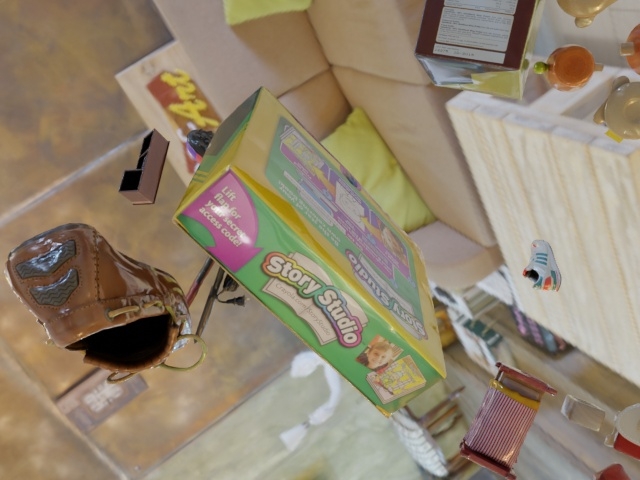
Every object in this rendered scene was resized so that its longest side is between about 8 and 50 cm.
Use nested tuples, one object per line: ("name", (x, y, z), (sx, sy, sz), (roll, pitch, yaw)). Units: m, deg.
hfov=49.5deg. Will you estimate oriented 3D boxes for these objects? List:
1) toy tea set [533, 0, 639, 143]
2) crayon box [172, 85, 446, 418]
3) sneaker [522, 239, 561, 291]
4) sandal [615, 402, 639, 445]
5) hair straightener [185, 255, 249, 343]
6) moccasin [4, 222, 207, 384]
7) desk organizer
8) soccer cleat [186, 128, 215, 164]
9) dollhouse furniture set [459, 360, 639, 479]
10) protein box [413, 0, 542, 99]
("toy tea set", (0.413, -0.308, 1.072), (0.336, 0.200, 0.124), (37, -165, 4))
("crayon box", (0.000, 0.000, 0.908), (0.363, 0.106, 0.313), (45, -158, -19))
("sneaker", (0.521, 0.057, 1.671), (0.057, 0.075, 0.161), (94, 173, -45))
("sandal", (0.631, 0.339, 1.204), (0.240, 0.088, 0.079), (12, 174, 38))
("hair straightener", (-0.143, 0.062, 1.048), (0.089, 0.231, 0.047), (27, -165, -11))
("moccasin", (-0.220, 0.098, 0.802), (0.380, 0.139, 0.147), (97, 148, -72))
("desk organizer", (-0.314, -0.132, 1.238), (0.047, 0.130, 0.050), (-1, 156, 21))
("soccer cleat", (-0.159, -0.107, 1.425), (0.318, 0.116, 0.109), (33, -148, -31))
("dollhouse furniture set", (0.486, 0.404, 1.379), (0.373, 0.201, 0.152), (23, 179, 11))
("protein box", (0.226, -0.316, 0.932), (0.135, 0.201, 0.200), (14, -175, 16))
